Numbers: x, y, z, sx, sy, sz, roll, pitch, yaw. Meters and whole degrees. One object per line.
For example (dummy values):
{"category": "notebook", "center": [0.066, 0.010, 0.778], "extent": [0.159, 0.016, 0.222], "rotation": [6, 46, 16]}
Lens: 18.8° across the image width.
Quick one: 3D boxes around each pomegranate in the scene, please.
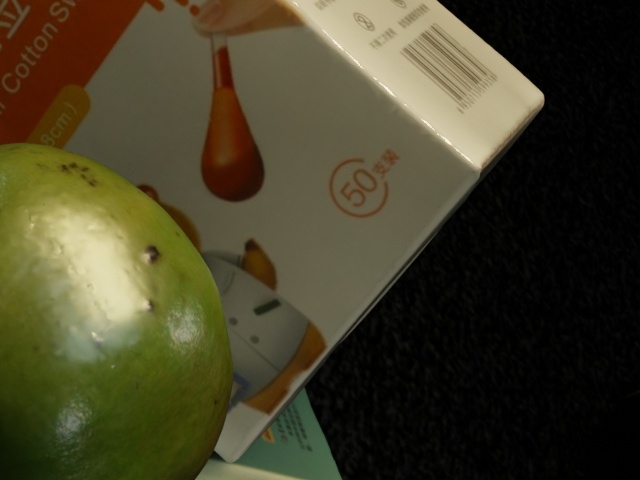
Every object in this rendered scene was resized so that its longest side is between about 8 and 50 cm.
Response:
{"category": "pomegranate", "center": [-0.141, 0.060, 0.818], "extent": [0.210, 0.180, 0.180], "rotation": [-39, 96, -38]}

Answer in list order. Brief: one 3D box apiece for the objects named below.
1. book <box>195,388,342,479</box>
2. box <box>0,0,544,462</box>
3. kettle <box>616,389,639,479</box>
{"category": "book", "center": [-0.169, 0.009, 1.030], "extent": [0.379, 0.031, 0.264], "rotation": [19, 33, -37]}
{"category": "box", "center": [-0.091, -0.089, 0.993], "extent": [0.341, 0.225, 0.143], "rotation": [41, 26, 3]}
{"category": "kettle", "center": [0.373, 0.239, 1.393], "extent": [0.321, 0.228, 0.324], "rotation": [26, 47, -75]}
